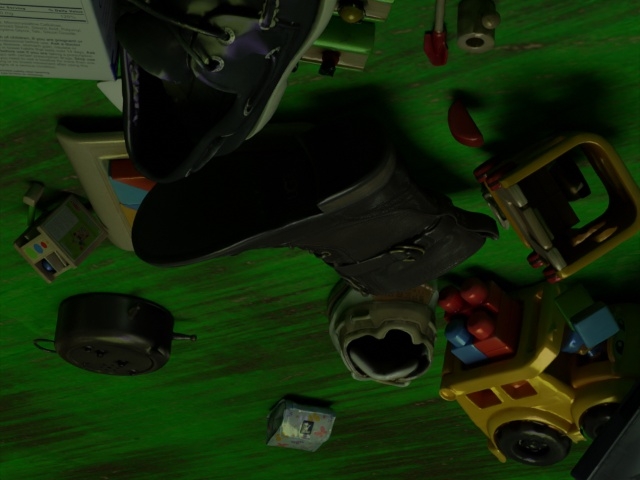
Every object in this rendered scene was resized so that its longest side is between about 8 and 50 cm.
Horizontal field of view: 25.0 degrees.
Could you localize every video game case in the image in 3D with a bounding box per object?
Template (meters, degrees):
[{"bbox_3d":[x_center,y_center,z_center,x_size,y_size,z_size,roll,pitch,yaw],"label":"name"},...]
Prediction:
[{"bbox_3d":[0.367,0.145,1.395,0.026,0.274,0.196,35,180,42],"label":"video game case"}]

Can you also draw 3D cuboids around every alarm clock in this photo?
[{"bbox_3d":[-0.246,0.112,1.618,0.192,0.064,0.129,-9,153,33],"label":"alarm clock"}]

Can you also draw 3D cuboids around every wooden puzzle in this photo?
[{"bbox_3d":[-0.099,-0.037,1.288,0.238,0.044,0.221,2,155,6],"label":"wooden puzzle"}]

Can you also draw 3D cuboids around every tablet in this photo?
[{"bbox_3d":[-0.132,-0.118,1.161,0.083,0.006,0.054,-6,153,20],"label":"tablet"}]

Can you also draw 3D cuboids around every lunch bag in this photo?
[{"bbox_3d":[-0.026,0.237,1.860,0.071,0.053,0.083,12,145,-19],"label":"lunch bag"}]

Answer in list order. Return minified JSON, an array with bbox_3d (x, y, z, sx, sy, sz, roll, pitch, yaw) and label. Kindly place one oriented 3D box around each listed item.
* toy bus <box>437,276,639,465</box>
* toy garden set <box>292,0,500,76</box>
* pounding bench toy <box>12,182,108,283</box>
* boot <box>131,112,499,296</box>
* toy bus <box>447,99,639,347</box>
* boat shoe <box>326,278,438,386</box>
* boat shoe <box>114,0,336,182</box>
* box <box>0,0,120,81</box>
[{"bbox_3d":[0.224,0.108,1.463,0.220,0.149,0.211,-19,131,37],"label":"toy bus"},{"bbox_3d":[0.049,-0.169,0.972,0.203,0.049,0.244,8,155,-9],"label":"toy garden set"},{"bbox_3d":[-0.256,-0.012,1.354,0.083,0.052,0.065,49,140,-13],"label":"pounding bench toy"},{"bbox_3d":[0.000,0.000,1.224,0.263,0.091,0.229,-16,152,19],"label":"boot"},{"bbox_3d":[0.195,-0.038,1.159,0.104,0.202,0.191,-32,140,4],"label":"toy bus"},{"bbox_3d":[0.061,0.095,1.476,0.113,0.103,0.302,4,155,1],"label":"boat shoe"},{"bbox_3d":[-0.081,-0.139,0.936,0.127,0.113,0.340,44,156,5],"label":"boat shoe"},{"bbox_3d":[-0.205,-0.173,0.974,0.126,0.072,0.137,3,156,3],"label":"box"}]
